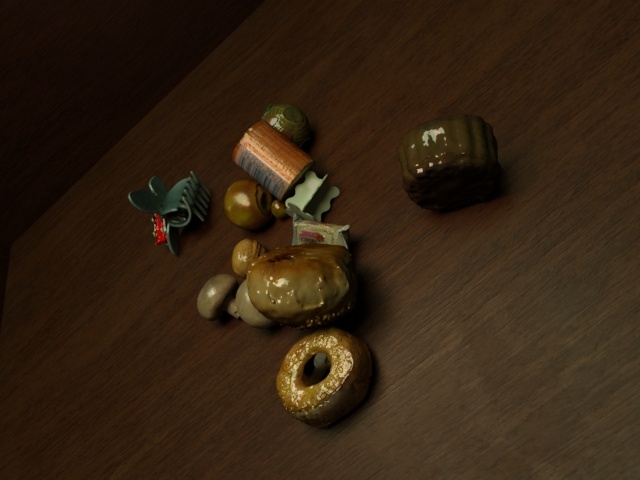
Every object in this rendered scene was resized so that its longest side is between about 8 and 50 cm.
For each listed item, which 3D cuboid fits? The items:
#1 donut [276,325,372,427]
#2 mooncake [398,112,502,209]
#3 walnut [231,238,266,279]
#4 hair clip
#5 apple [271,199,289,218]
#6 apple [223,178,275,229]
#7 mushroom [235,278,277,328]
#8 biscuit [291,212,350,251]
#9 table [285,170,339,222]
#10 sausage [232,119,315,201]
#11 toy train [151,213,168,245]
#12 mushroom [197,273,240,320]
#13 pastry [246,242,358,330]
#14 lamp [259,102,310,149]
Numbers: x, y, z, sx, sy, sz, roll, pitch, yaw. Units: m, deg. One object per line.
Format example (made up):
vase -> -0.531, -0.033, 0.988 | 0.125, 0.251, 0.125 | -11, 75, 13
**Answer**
donut -> 0.012, 0.425, 1.469 | 0.299, 0.150, 0.318 | 5, 65, 36
mooncake -> 0.412, -0.238, 1.491 | 0.323, 0.324, 0.187 | -14, 59, 29
walnut -> -0.299, 0.072, 1.938 | 0.144, 0.144, 0.180 | -11, 46, 31
hair clip -> -0.705, -0.181, 2.313 | 0.238, 0.392, 0.318 | -20, 34, 13
apple -> -0.175, -0.137, 2.019 | 0.074, 0.089, 0.090 | -49, 44, 18
apple -> -0.306, -0.158, 2.052 | 0.207, 0.237, 0.237 | 9, 67, 26
mushroom -> -0.228, 0.232, 1.765 | 0.215, 0.207, 0.208 | -24, 42, 64
biscuit -> 0.000, 0.005, 1.771 | 0.308, 0.079, 0.186 | 13, 111, 39
table -> -0.032, -0.176, 1.902 | 0.166, 0.166, 0.198 | 16, 64, 42
sausage -> -0.199, -0.333, 1.973 | 0.287, 0.233, 0.233 | 38, 87, 6
toy train -> -0.813, -0.068, 2.433 | 0.082, 0.131, 0.204 | -24, 61, 15
mushroom -> -0.394, 0.244, 1.888 | 0.204, 0.204, 0.204 | -19, 52, 26
pastry -> -0.056, 0.154, 1.546 | 0.409, 0.409, 0.245 | 6, 107, 39
lamp -> -0.181, -0.505, 2.179 | 0.284, 0.250, 0.251 | 136, 148, -56
